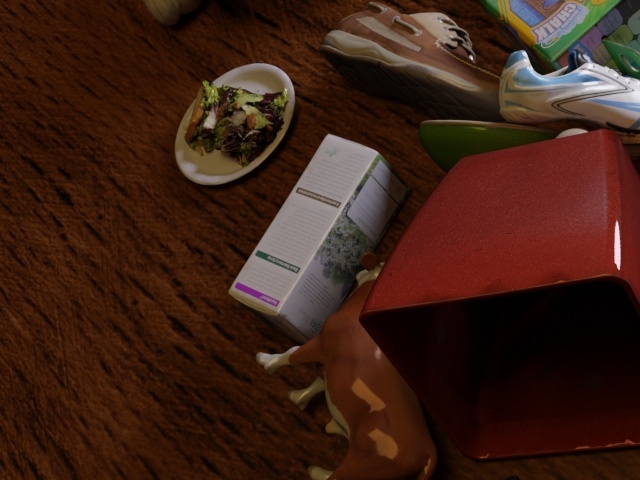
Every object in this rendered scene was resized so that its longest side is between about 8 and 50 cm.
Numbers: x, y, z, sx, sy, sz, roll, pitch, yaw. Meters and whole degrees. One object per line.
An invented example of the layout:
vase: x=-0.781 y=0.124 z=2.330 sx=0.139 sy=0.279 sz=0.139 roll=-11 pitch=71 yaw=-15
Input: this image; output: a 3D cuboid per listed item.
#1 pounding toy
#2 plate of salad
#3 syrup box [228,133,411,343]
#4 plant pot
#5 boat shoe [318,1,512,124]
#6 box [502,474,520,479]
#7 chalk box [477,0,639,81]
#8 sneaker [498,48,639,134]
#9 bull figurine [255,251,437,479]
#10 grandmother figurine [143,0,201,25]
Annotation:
pounding toy: x=0.220 y=-0.069 z=1.553 sx=0.237 sy=0.183 sz=0.110 roll=7 pitch=91 yaw=34
plate of salad: x=-0.125 y=-0.167 z=1.920 sx=0.200 sy=0.048 sz=0.200 roll=-18 pitch=52 yaw=24
syrup box: x=0.000 y=0.000 z=1.687 sx=0.096 sy=0.093 sz=0.237 roll=23 pitch=76 yaw=42
plant pot: x=0.230 y=0.043 z=1.398 sx=0.267 sy=0.267 sz=0.236 roll=-11 pitch=46 yaw=29
boat shoe: x=0.133 y=-0.232 z=1.734 sx=0.324 sy=0.123 sz=0.116 roll=29 pitch=78 yaw=42
box: x=0.202 y=0.322 z=1.269 sx=0.077 sy=0.180 sz=0.147 roll=-30 pitch=49 yaw=13
chalk box: x=0.307 y=-0.239 z=1.605 sx=0.132 sy=0.132 sz=0.213 roll=-41 pitch=45 yaw=5
sneaker: x=0.310 y=-0.160 z=1.504 sx=0.085 sy=0.237 sz=0.086 roll=-141 pitch=56 yaw=-75
bull figurine: x=0.037 y=0.159 z=1.553 sx=0.188 sy=0.101 sz=0.310 roll=-31 pitch=45 yaw=20
grandmother figurine: x=-0.122 y=-0.417 z=2.057 sx=0.342 sy=0.104 sz=0.208 roll=-23 pitch=23 yaw=25
